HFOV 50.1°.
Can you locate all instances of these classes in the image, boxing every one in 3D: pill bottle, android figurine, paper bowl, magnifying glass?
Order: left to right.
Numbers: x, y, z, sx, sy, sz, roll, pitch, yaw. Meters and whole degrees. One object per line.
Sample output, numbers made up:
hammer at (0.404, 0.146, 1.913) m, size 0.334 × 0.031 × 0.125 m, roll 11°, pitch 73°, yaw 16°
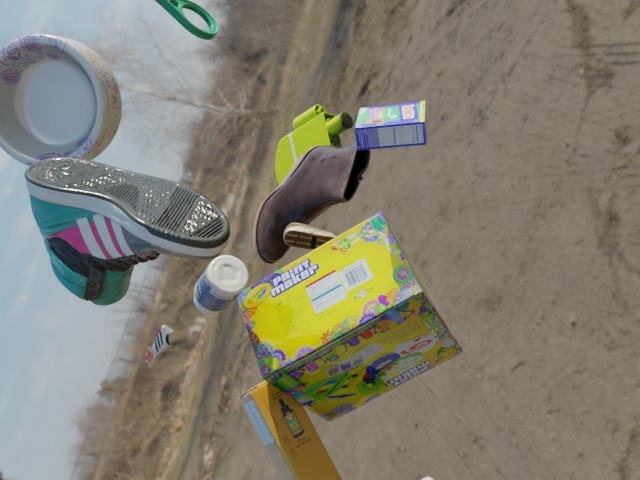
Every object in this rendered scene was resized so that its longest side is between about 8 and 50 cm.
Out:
paper bowl at (-0.578, -0.302, 1.508) m, size 0.148 × 0.284 × 0.285 m, roll -55°, pitch -15°, yaw -78°
magnifying glass at (-0.310, -0.488, 1.402) m, size 0.026 × 0.230 × 0.092 m, roll -42°, pitch 38°, yaw 34°
pill bottle at (-0.165, 0.076, 1.101) m, size 0.120 × 0.067 × 0.067 m, roll -46°, pitch 27°, yaw 54°
android figurine at (-0.017, -0.197, 1.661) m, size 0.272 × 0.056 × 0.249 m, roll -28°, pitch 69°, yaw 43°

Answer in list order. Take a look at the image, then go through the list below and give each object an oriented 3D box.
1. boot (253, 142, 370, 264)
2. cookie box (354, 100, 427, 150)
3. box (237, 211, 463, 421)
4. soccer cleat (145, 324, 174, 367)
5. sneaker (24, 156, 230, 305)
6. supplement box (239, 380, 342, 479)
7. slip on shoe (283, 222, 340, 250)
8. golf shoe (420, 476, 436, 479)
boot at (-0.021, -0.070, 1.255) m, size 0.206 × 0.090 × 0.249 m, roll 0°, pitch 63°, yaw 57°
cookie box at (0.112, -0.179, 1.065) m, size 0.092 × 0.107 × 0.040 m, roll -75°, pitch -21°, yaw -58°
box at (0.058, 0.148, 1.205) m, size 0.289 × 0.279 × 0.177 m, roll -29°, pitch 53°, yaw 8°
soccer cleat at (-0.288, 0.192, 1.231) m, size 0.029 × 0.035 × 0.083 m, roll -9°, pitch -61°, yaw -81°
sneaker at (-0.256, 0.012, 0.909) m, size 0.124 × 0.295 × 0.179 m, roll -49°, pitch -29°, yaw -50°
supplement box at (-0.051, 0.355, 1.207) m, size 0.234 × 0.078 × 0.080 m, roll 62°, pitch 149°, yaw 8°
slip on shoe at (0.000, 0.000, 1.236) m, size 0.041 × 0.135 × 0.052 m, roll -83°, pitch 6°, yaw -60°
golf shoe at (0.098, 0.549, 1.367) m, size 0.306 × 0.140 × 0.115 m, roll -32°, pitch -14°, yaw -12°
